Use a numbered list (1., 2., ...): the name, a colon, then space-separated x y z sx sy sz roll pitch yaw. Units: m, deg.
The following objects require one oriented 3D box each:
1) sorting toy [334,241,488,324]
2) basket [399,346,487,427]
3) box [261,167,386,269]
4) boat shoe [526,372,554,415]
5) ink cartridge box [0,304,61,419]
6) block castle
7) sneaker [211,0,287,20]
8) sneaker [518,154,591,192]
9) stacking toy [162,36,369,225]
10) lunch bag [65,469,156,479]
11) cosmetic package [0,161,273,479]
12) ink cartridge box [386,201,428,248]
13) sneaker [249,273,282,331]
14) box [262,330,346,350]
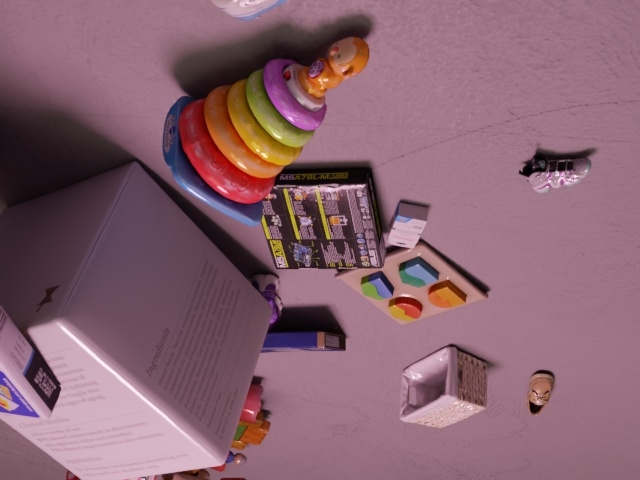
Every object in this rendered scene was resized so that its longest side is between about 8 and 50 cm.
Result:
1. sorting toy: 0.157 0.085 1.713 0.193 0.038 0.208 -23 136 39
2. basket: 0.245 0.296 1.949 0.103 0.113 0.167 21 146 -22
3. box: 0.000 -0.031 1.543 0.184 0.045 0.191 0 136 16
4. boat shoe: 0.443 0.311 1.984 0.050 0.045 0.135 3 147 9
5. ink cartridge box: -0.554 0.137 1.358 0.307 0.072 0.304 6 145 16
6. block castle: -0.242 0.518 2.232 0.212 0.303 0.453 14 148 -10
7. sneaker: -0.024 -0.324 1.103 0.237 0.085 0.086 -24 161 36
8. sneaker: 0.324 -0.102 1.384 0.069 0.038 0.098 32 140 -32
9. stacking toy: -0.053 -0.171 1.290 0.302 0.175 0.165 -33 132 32
10. lunch bag: -0.482 0.506 2.309 0.120 0.258 0.293 31 141 -30
11. cosmetic package: -0.344 0.149 1.612 0.329 0.327 0.394 -15 131 33
12. ink cartridge box: 0.136 -0.023 1.559 0.048 0.028 0.083 12 147 -4
13. sneaker: -0.110 0.127 1.810 0.068 0.071 0.170 6 148 5
14. box: -0.078 0.197 1.896 0.225 0.036 0.136 -5 170 18
